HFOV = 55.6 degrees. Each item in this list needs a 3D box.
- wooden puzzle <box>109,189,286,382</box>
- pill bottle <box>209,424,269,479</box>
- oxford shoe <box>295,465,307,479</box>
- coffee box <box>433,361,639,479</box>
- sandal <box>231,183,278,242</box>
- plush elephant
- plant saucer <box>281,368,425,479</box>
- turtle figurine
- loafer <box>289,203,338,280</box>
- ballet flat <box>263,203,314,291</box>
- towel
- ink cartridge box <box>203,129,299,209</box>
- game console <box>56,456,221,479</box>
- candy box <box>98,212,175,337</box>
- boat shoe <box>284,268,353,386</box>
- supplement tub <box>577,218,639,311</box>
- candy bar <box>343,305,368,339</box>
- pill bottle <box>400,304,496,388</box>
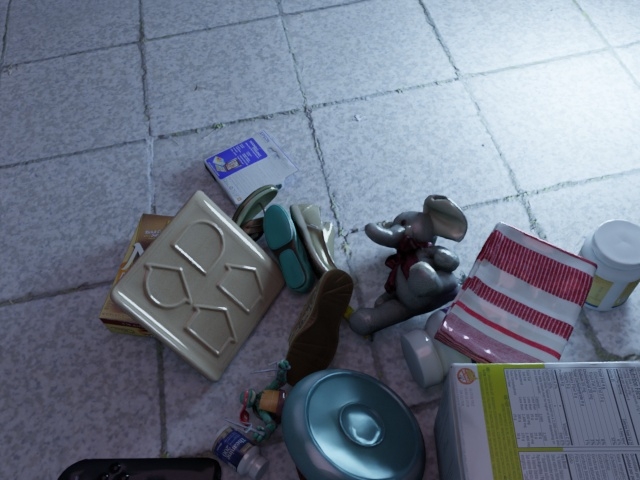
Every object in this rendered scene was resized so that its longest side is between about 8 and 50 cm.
[{"bbox_3d":[-0.277,0.106,1.432,0.081,0.322,0.347,-16,34,51],"label":"wooden puzzle"},{"bbox_3d":[-0.169,0.449,1.277,0.120,0.067,0.067,30,63,23],"label":"pill bottle"},{"bbox_3d":[0.084,0.520,1.201,0.130,0.122,0.348,-18,50,-40],"label":"oxford shoe"},{"bbox_3d":[0.397,0.438,1.073,0.335,0.337,0.337,-2,54,3],"label":"coffee box"},{"bbox_3d":[-0.200,-0.019,1.589,0.086,0.120,0.302,33,69,5],"label":"sandal"},{"bbox_3d":[0.214,0.034,1.422,0.330,0.272,0.255,-9,65,-36],"label":"plush elephant"},{"bbox_3d":[0.077,0.381,1.226,0.318,0.043,0.317,16,36,-13],"label":"plant saucer"},{"bbox_3d":[-0.088,0.349,1.311,0.235,0.118,0.175,11,71,-6],"label":"turtle figurine"},{"bbox_3d":[0.000,0.000,1.552,0.092,0.101,0.268,-21,59,-7],"label":"loafer"},{"bbox_3d":[-0.080,0.026,1.547,0.083,0.087,0.247,-26,66,11],"label":"ballet flat"},{"bbox_3d":[0.414,0.126,1.265,0.237,0.037,0.329,27,64,16],"label":"towel"},{"bbox_3d":[-0.197,-0.203,1.743,0.208,0.045,0.206,-30,58,-14],"label":"ink cartridge box"},{"bbox_3d":[-0.378,0.623,1.181,0.343,0.060,0.386,-3,56,3],"label":"game console"},{"bbox_3d":[-0.407,0.086,1.535,0.183,0.087,0.316,6,57,9],"label":"candy box"},{"bbox_3d":[-0.007,0.201,1.405,0.105,0.089,0.285,28,82,-13],"label":"boat shoe"},{"bbox_3d":[0.664,0.058,1.395,0.145,0.199,0.144,-2,55,3],"label":"supplement tub"},{"bbox_3d":[0.065,0.176,1.475,0.040,0.018,0.161,-38,60,-24],"label":"candy bar"},{"bbox_3d":[0.338,0.214,1.335,0.302,0.169,0.169,-19,56,-8],"label":"pill bottle"}]
